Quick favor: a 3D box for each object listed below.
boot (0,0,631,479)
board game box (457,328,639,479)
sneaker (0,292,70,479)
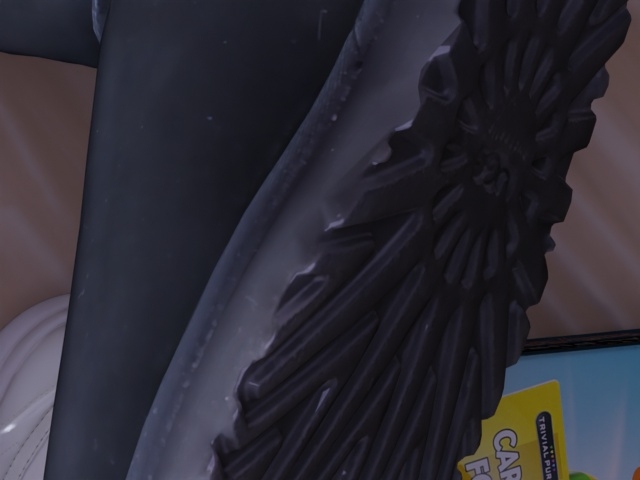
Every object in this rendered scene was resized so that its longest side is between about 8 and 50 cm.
[{"bbox_3d":[-0.130,-0.082,0.677,0.445,0.146,0.367,20,79,30],"label":"boot"},{"bbox_3d":[0.112,0.163,0.770,0.336,0.079,0.253,-4,92,-28],"label":"board game box"},{"bbox_3d":[-0.114,0.176,0.786,0.114,0.152,0.305,11,92,-29],"label":"sneaker"}]
